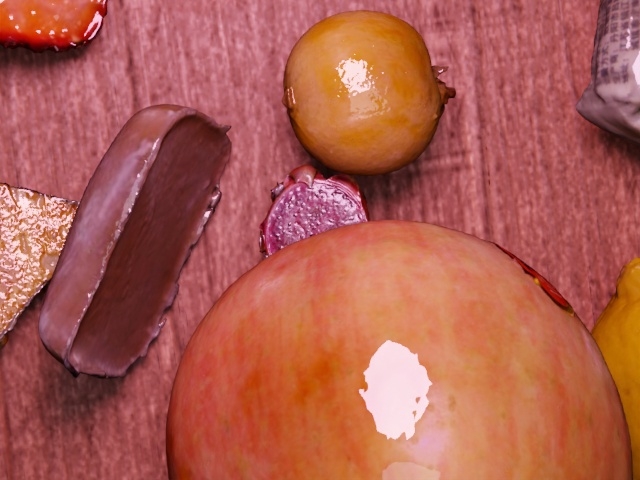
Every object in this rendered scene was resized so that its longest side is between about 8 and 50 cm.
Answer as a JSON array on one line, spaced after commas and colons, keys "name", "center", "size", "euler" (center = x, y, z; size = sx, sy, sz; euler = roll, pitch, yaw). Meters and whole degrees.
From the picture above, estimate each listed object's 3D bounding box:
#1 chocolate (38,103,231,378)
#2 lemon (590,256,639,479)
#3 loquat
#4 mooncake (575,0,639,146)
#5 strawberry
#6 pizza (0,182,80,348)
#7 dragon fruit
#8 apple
[{"name": "chocolate", "center": [-0.176, -0.006, 1.272], "size": [0.083, 0.161, 0.261], "euler": [21, 84, 20]}, {"name": "lemon", "center": [0.351, 0.149, 1.281], "size": [0.236, 0.236, 0.263], "euler": [-5, 109, -6]}, {"name": "loquat", "center": [0.039, -0.132, 1.286], "size": [0.163, 0.137, 0.163], "euler": [6, 61, -10]}, {"name": "mooncake", "center": [0.370, -0.183, 1.321], "size": [0.250, 0.136, 0.254], "euler": [18, 84, -9]}, {"name": "strawberry", "center": [-0.307, -0.252, 1.273], "size": [0.236, 0.111, 0.190], "euler": [34, 76, -29]}, {"name": "pizza", "center": [-0.286, -0.009, 1.306], "size": [0.176, 0.036, 0.185], "euler": [-30, 88, -14]}, {"name": "dragon fruit", "center": [0.001, -0.005, 1.322], "size": [0.112, 0.068, 0.126], "euler": [-36, 84, 2]}, {"name": "apple", "center": [0.067, 0.194, 1.173], "size": [0.391, 0.346, 0.391], "euler": [-1, 131, -1]}]
